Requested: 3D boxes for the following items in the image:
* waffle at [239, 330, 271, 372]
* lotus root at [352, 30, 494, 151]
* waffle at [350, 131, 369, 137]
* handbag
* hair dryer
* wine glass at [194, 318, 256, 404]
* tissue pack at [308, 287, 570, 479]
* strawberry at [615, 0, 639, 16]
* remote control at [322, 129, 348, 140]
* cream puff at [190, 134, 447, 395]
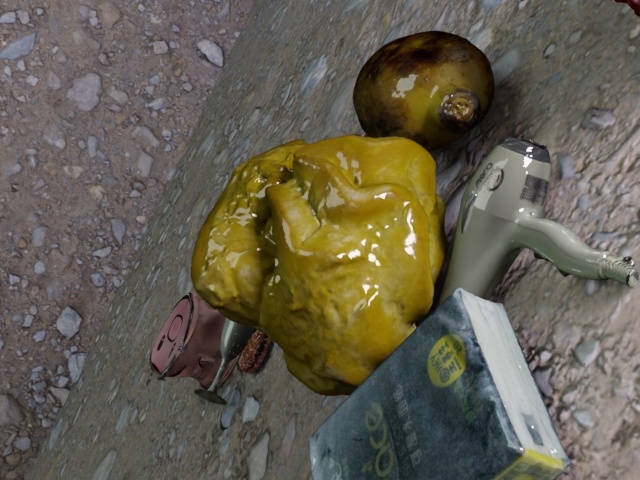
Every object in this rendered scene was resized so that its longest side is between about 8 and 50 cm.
[{"bbox_3d":[-0.109,0.184,1.388,0.083,0.029,0.075,-38,28,58],"label":"waffle"},{"bbox_3d":[0.132,-0.192,1.069,0.169,0.141,0.314,-34,17,-5],"label":"lotus root"},{"bbox_3d":[0.047,-0.070,1.252,0.234,0.056,0.221,-26,48,43],"label":"waffle"},{"bbox_3d":[-0.227,0.186,1.545,0.205,0.117,0.179,6,72,67],"label":"handbag"},{"bbox_3d":[0.187,0.036,0.824,0.219,0.089,0.224,-59,35,30],"label":"hair dryer"},{"bbox_3d":[-0.151,0.181,1.439,0.066,0.066,0.198,-28,36,58],"label":"wine glass"},{"bbox_3d":[0.097,0.197,0.779,0.257,0.081,0.185,-51,32,30],"label":"tissue pack"},{"bbox_3d":[0.320,-0.327,0.704,0.274,0.221,0.274,-55,18,28],"label":"strawberry"},{"bbox_3d":[0.032,-0.135,1.414,0.073,0.044,0.229,-54,23,16],"label":"remote control"},{"bbox_3d":[0.000,0.003,0.947,0.274,0.270,0.323,119,166,-58],"label":"cream puff"}]
